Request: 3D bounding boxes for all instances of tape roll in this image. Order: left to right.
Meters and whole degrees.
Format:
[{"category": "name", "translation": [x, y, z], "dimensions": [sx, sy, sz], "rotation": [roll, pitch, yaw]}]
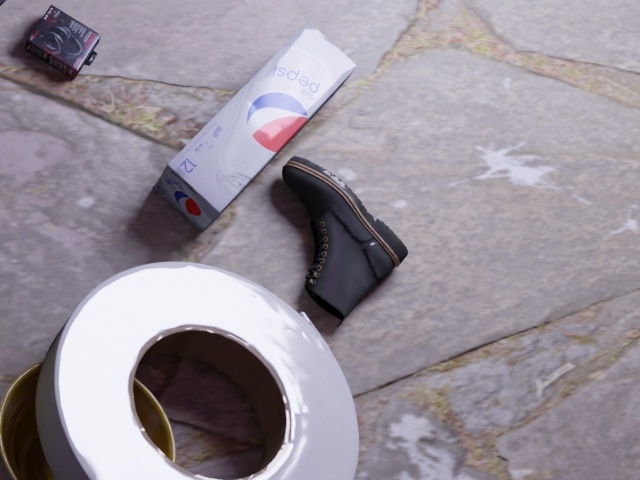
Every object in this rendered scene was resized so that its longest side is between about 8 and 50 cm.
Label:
[{"category": "tape roll", "translation": [-0.138, 0.203, 1.858], "dimensions": [0.392, 0.072, 0.392], "rotation": [17, 50, -21]}]

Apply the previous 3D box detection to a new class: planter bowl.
[{"category": "planter bowl", "translation": [-0.285, 0.249, 1.844], "dimensions": [0.217, 0.090, 0.217], "rotation": [17, 50, -22]}]

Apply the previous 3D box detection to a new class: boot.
[{"category": "boot", "translation": [0.000, 0.000, 2.032], "dimensions": [0.198, 0.077, 0.137], "rotation": [41, 72, -1]}]

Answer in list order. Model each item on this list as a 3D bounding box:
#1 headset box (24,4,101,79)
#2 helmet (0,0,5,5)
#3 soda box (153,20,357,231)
[{"category": "headset box", "translation": [-0.325, -0.251, 2.025], "dimensions": [0.083, 0.032, 0.062], "rotation": [32, 68, -4]}, {"category": "helmet", "translation": [-0.448, -0.352, 1.948], "dimensions": [0.161, 0.169, 0.169], "rotation": [11, 70, 5]}, {"category": "soda box", "translation": [-0.082, -0.147, 2.034], "dimensions": [0.091, 0.098, 0.286], "rotation": [43, 66, -2]}]
